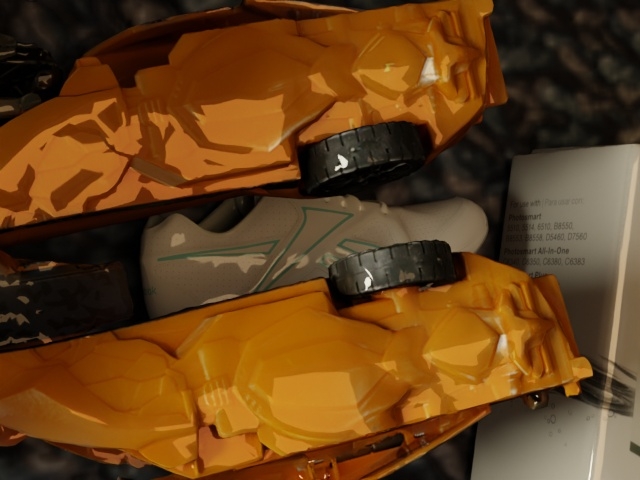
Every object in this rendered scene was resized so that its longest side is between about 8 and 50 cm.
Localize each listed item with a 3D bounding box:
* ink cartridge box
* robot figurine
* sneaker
[{"bbox_3d":[0.152,0.069,0.628,0.148,0.086,0.203,10,85,-27],"label":"ink cartridge box"},{"bbox_3d":[-0.066,0.015,0.482,0.291,0.085,0.211,-11,81,-14],"label":"robot figurine"},{"bbox_3d":[0.000,0.000,0.567,0.152,0.053,0.061,-17,94,-27],"label":"sneaker"}]
